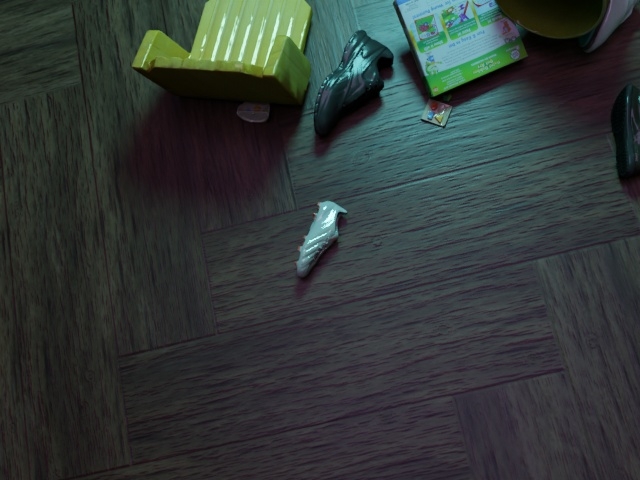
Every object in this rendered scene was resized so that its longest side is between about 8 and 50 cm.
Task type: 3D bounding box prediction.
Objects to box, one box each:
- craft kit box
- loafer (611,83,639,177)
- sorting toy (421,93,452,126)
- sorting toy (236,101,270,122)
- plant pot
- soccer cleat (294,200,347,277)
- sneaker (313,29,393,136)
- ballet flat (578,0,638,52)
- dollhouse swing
[{"bbox_3d":[0.332,-0.502,1.651,0.249,0.061,0.247,-23,96,1],"label":"craft kit box"},{"bbox_3d":[0.715,-0.247,1.574,0.078,0.080,0.220,2,81,-1],"label":"loafer"},{"bbox_3d":[0.287,-0.324,1.685,0.062,0.012,0.083,21,80,13],"label":"sorting toy"},{"bbox_3d":[-0.160,-0.338,1.745,0.083,0.045,0.075,4,68,12],"label":"sorting toy"},{"bbox_3d":[0.560,-0.651,1.529,0.274,0.275,0.294,31,75,15],"label":"plant pot"},{"bbox_3d":[0.000,0.000,1.622,0.076,0.068,0.196,20,77,10],"label":"soccer cleat"},{"bbox_3d":[0.080,-0.372,1.685,0.130,0.109,0.286,29,84,8],"label":"sneaker"},{"bbox_3d":[0.704,-0.628,1.649,0.139,0.139,0.401,7,76,10],"label":"ballet flat"},{"bbox_3d":[-0.209,-0.506,1.670,0.346,0.315,0.305,8,87,15],"label":"dollhouse swing"}]
